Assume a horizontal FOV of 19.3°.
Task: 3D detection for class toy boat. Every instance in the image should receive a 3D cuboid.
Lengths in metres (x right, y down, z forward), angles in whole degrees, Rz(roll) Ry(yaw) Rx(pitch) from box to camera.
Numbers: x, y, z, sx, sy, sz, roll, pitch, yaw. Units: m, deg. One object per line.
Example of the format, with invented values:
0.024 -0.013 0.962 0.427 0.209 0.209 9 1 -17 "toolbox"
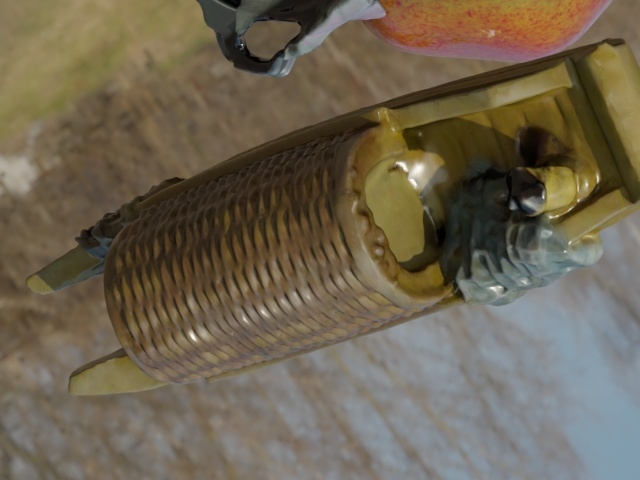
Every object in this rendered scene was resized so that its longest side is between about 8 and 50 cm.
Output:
0.000 0.000 0.760 0.310 0.089 0.115 -17 -175 40 "toy boat"

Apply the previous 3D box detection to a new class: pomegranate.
0.114 -0.229 1.301 0.221 0.221 0.257 -34 179 0 "pomegranate"

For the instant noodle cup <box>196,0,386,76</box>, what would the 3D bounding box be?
0.035 -0.248 1.073 0.181 0.302 0.258 -7 -153 -43 "instant noodle cup"
